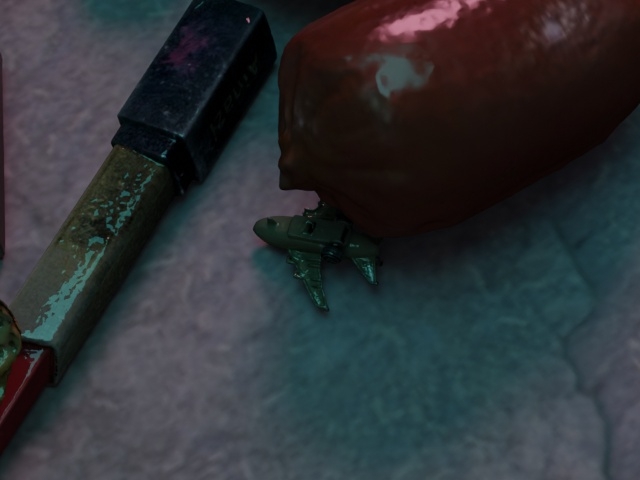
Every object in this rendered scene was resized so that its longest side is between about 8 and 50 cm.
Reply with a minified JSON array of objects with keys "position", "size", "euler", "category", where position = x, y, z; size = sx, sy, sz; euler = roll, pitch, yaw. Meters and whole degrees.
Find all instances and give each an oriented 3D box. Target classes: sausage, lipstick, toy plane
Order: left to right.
[{"position":[-0.120,-0.009,0.893],"size":[0.051,0.051,0.312],"euler":[21,65,19],"category":"lipstick"},{"position":[0.000,-0.001,0.886],"size":[0.083,0.033,0.080],"euler":[13,68,13],"category":"toy plane"},{"position":[0.087,-0.091,0.862],"size":[0.254,0.148,0.148],"euler":[-23,59,-21],"category":"sausage"}]

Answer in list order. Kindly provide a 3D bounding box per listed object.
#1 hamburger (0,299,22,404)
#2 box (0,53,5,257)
[{"position":[-0.281,0.092,0.805],"size":[0.262,0.124,0.131],"euler":[-36,19,-8],"category":"hamburger"},{"position":[-0.309,-0.050,0.925],"size":[0.233,0.067,0.150],"euler":[-8,58,1],"category":"box"}]
